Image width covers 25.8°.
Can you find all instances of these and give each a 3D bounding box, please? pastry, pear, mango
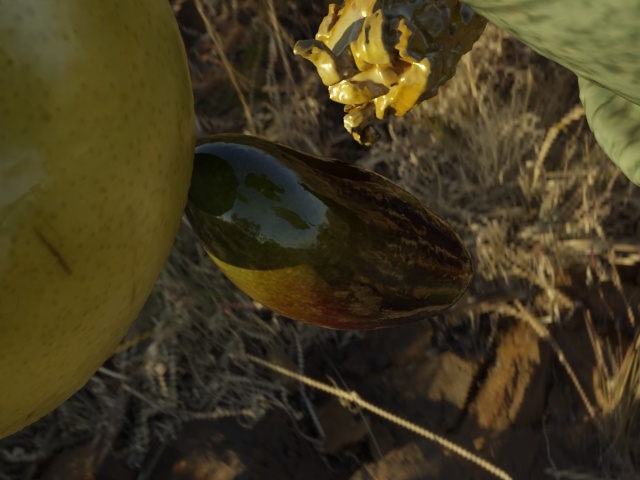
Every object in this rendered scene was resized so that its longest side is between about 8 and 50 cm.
[{"bbox_3d":[0.067,-0.168,1.052,0.102,0.154,0.250,44,48,-6],"label":"pastry"},{"bbox_3d":[-0.232,-0.048,0.723,0.348,0.348,0.349,-3,71,10],"label":"pear"},{"bbox_3d":[0.000,0.000,0.919,0.133,0.267,0.111,23,91,40],"label":"mango"}]

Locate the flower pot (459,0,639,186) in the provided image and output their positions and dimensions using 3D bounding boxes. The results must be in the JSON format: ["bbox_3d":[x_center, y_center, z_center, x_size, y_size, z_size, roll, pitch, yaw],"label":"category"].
[{"bbox_3d":[0.169,-0.145,0.408,0.282,0.299,0.299,32,78,-21],"label":"flower pot"}]
